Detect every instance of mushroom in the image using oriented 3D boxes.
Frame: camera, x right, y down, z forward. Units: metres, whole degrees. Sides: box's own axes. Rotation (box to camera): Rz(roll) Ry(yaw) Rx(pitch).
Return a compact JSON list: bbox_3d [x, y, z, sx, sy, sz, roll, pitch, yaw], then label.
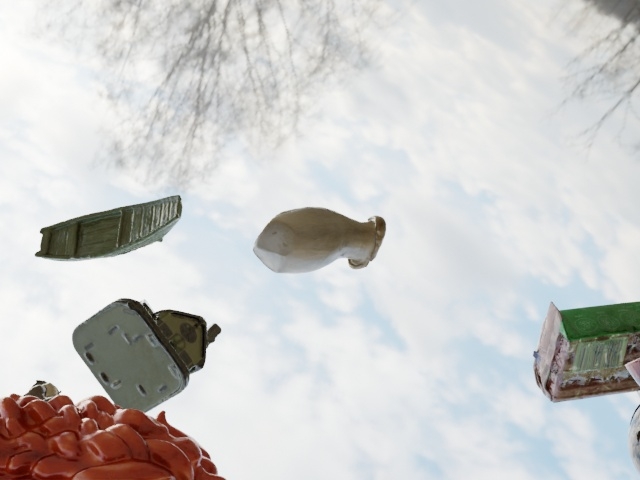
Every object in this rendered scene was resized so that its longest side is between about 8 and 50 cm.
[{"bbox_3d":[0.001,0.001,1.040,0.212,0.097,0.088,2,-174,-39],"label":"mushroom"}]

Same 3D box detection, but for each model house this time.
[{"bbox_3d":[-0.328,0.185,1.503,0.218,0.204,0.279,56,-154,-7],"label":"model house"}]

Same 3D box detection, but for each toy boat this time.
[{"bbox_3d":[-0.357,-0.014,1.262,0.055,0.292,0.093,51,-148,-54],"label":"toy boat"}]

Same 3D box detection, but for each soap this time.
[{"bbox_3d":[0.533,0.197,1.332,0.273,0.218,0.098,-6,-144,-11],"label":"soap"}]

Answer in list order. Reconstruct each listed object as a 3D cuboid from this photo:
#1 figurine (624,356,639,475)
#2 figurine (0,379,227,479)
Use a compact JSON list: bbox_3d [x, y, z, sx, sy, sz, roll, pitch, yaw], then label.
[{"bbox_3d":[0.439,0.235,0.784,0.275,0.158,0.161,42,-142,15],"label":"figurine"},{"bbox_3d":[-0.292,0.285,0.889,0.306,0.241,0.411,30,169,-24],"label":"figurine"}]
